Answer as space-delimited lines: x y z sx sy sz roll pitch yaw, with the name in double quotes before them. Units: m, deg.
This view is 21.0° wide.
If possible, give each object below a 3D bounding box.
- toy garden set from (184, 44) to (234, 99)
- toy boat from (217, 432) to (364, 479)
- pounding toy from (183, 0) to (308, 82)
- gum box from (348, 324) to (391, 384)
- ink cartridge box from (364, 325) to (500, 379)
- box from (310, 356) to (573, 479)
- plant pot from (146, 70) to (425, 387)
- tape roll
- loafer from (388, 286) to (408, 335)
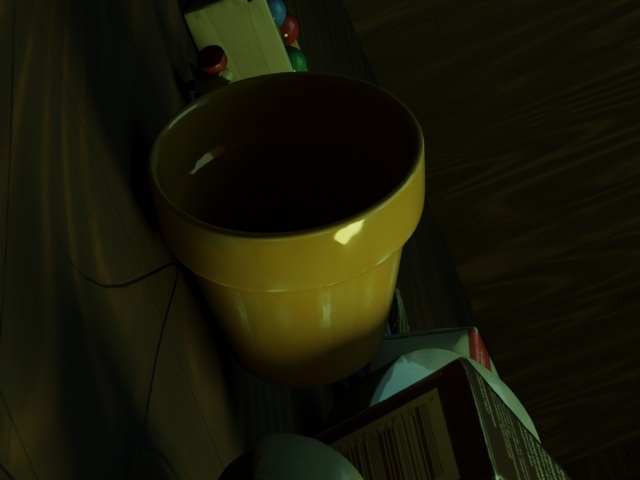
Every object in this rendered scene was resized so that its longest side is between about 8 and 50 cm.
"toy garden set" -0.065 -0.039 1.578 0.204 0.049 0.244 62 12 -54
"toy boat" -0.031 0.224 0.936 0.318 0.148 0.268 70 9 -69
"pounding toy" -0.081 -0.244 1.771 0.181 0.094 0.206 -84 154 -71
"gum box" 0.053 0.111 1.997 0.157 0.041 0.184 61 14 -51
"ink cartridge box" 0.145 0.256 1.853 0.306 0.131 0.226 55 28 -58
"box" 0.142 0.280 1.415 0.381 0.191 0.143 49 19 -36
"plant pot" -0.018 0.004 1.328 0.205 0.205 0.188 -99 -178 -51
"tape roll" 0.109 0.213 1.601 0.219 0.072 0.219 20 55 -31
"loafer" 0.082 0.116 2.152 0.050 0.056 0.148 39 42 -76
